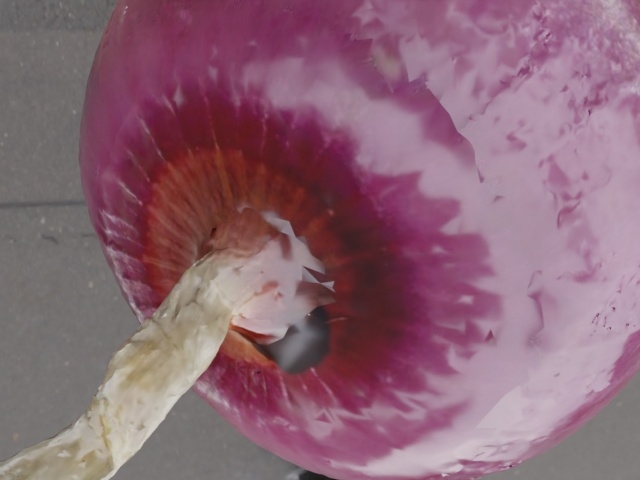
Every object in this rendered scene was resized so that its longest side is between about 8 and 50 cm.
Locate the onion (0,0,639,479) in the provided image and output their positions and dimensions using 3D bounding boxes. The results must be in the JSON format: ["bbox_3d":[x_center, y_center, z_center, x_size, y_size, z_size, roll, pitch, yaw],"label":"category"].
[{"bbox_3d":[0.028,-0.020,0.483,0.358,0.345,0.358,2,116,3],"label":"onion"}]
